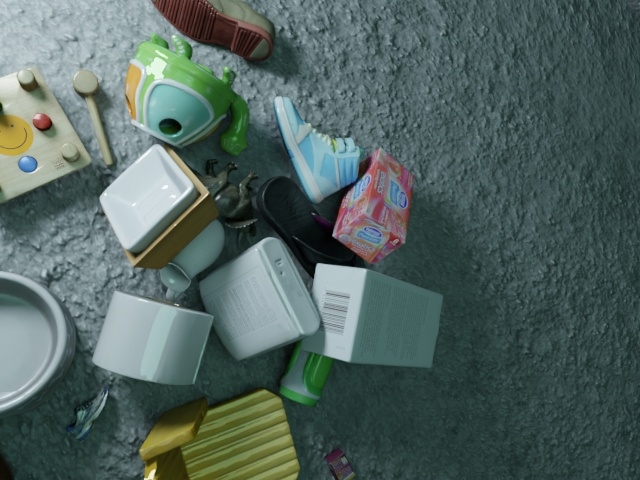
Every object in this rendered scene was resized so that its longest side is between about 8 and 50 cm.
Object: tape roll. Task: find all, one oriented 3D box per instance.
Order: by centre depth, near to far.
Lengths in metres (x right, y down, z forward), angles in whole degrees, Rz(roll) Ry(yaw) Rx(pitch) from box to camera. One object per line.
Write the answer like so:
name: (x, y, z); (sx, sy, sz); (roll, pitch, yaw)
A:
tape roll: (-0.394, 0.229, 1.192); (0.246, 0.246, 0.169); (18, 80, -22)

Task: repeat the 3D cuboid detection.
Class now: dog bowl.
dog bowl: (-0.719, 0.223, 1.078); (0.349, 0.102, 0.348); (9, 68, -25)

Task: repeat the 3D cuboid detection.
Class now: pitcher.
pitcher: (-0.335, 0.045, 1.285); (0.126, 0.177, 0.207); (27, 46, -3)

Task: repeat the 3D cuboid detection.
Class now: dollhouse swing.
dollhouse swing: (-0.218, 0.582, 1.244); (0.305, 0.315, 0.346); (-14, 93, -3)

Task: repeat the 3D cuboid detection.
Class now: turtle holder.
turtle holder: (-0.342, -0.352, 1.271); (0.227, 0.243, 0.320); (-63, 151, 2)

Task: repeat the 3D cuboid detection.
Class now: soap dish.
soap dish: (-0.383, -0.082, 1.181); (0.229, 0.291, 0.118); (-45, 137, -3)

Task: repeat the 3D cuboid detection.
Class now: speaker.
speaker: (-0.013, 0.309, 1.420); (0.131, 0.131, 0.296); (27, 78, -21)

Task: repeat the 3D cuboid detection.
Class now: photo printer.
photo printer: (-0.172, 0.163, 1.265); (0.107, 0.308, 0.256); (-23, 84, -51)

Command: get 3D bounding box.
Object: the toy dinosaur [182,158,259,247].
toy dinosaur: (-0.264, -0.127, 1.333); (0.314, 0.121, 0.160); (36, 61, -23)

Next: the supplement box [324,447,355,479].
supplement box: (0.057, 0.671, 1.481); (0.055, 0.043, 0.083); (-29, 100, -22)

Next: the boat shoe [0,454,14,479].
boat shoe: (-0.767, 0.427, 1.092); (0.104, 0.111, 0.307); (-39, 103, -19)

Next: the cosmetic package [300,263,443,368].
cosmetic package: (0.161, 0.218, 1.380); (0.453, 0.162, 0.229); (21, 77, -50)

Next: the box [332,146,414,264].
box: (0.160, -0.103, 1.436); (0.154, 0.142, 0.299); (37, 43, -18)

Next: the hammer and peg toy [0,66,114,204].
hammer and peg toy: (-0.658, -0.257, 1.158); (0.361, 0.127, 0.265); (-30, 100, -22)

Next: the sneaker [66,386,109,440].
sneaker: (-0.567, 0.415, 1.215); (0.058, 0.052, 0.135); (33, 75, -15)

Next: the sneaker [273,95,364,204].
sneaker: (0.004, -0.284, 1.427); (0.208, 0.127, 0.318); (-23, 107, -2)

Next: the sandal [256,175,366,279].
sandal: (-0.002, 0.001, 1.407); (0.446, 0.107, 0.167); (45, 62, -31)

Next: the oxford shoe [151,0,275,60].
oxford shoe: (-0.287, -0.616, 1.365); (0.348, 0.123, 0.130); (23, 53, -20)
